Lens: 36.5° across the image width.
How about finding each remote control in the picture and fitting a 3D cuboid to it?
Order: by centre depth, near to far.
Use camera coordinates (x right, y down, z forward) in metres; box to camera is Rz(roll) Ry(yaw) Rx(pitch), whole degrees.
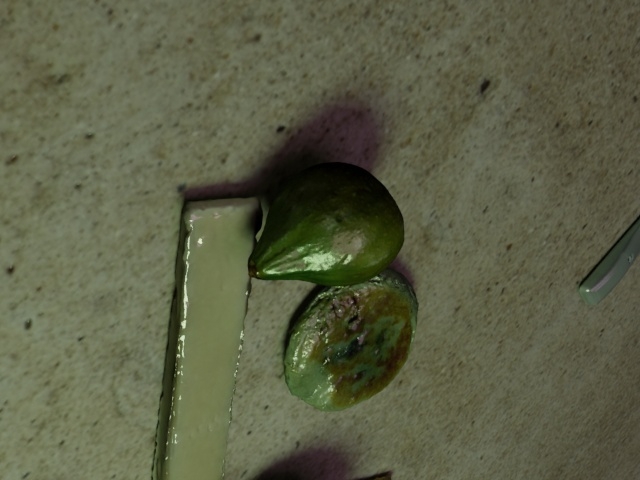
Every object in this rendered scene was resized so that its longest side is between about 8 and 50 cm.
[{"bbox_3d":[0.435,0.017,1.369,0.184,0.027,0.050,-48,138,-7],"label":"remote control"}]

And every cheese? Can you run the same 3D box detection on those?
[{"bbox_3d":[-0.120,0.139,0.962,0.085,0.034,0.400,-10,122,-33],"label":"cheese"}]

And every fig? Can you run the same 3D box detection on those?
[{"bbox_3d":[0.000,0.000,0.897,0.156,0.123,0.123,-43,138,-31],"label":"fig"}]

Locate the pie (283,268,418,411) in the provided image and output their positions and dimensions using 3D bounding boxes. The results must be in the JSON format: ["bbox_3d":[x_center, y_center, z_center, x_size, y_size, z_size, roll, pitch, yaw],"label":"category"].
[{"bbox_3d":[0.037,0.110,1.072,0.186,0.041,0.187,-21,129,-29],"label":"pie"}]

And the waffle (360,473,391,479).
[{"bbox_3d":[0.033,0.347,1.240,0.135,0.021,0.092,1,117,-43],"label":"waffle"}]
